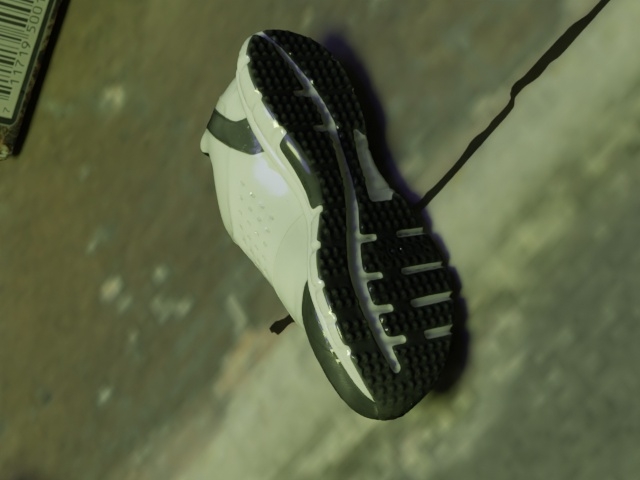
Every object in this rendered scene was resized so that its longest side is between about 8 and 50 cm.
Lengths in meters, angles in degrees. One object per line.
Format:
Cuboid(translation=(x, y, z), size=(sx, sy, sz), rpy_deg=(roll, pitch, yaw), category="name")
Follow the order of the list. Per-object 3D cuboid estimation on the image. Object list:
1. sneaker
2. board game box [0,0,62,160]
Cuboid(translation=(0.000, 0.000, 0.480), size=(0.044, 0.040, 0.109), rpy_deg=(-49, 51, 43), category="sneaker")
Cuboid(translation=(-0.196, -0.170, 0.498), size=(0.141, 0.291, 0.232), rpy_deg=(25, 99, 39), category="board game box")
